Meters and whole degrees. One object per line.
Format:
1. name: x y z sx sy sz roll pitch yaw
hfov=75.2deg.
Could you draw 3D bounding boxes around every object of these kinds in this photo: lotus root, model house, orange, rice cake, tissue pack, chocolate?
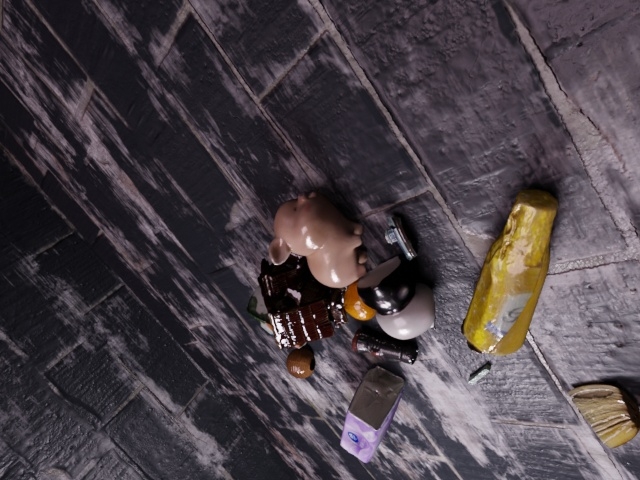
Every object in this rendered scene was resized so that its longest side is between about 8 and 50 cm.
1. lotus root: 0.773 0.457 1.104 0.135 0.096 0.159 -49 48 46
2. model house: -0.077 0.185 1.397 0.298 0.282 0.316 11 125 28
3. orange: 0.133 0.193 1.353 0.135 0.118 0.135 169 90 -82
4. rice cake: 0.513 0.434 1.343 0.022 0.022 0.121 33 140 13
5. tissue pack: 0.202 0.693 1.663 0.160 0.242 0.338 25 137 22
6. model house: -0.129 0.313 1.688 0.272 0.190 0.300 23 152 18
7. chocolate: 0.445 0.086 0.989 0.162 0.162 0.445 19 133 27

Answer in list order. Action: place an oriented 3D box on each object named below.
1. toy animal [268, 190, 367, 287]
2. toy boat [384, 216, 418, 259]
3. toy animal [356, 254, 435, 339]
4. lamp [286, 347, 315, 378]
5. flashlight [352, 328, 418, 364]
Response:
1. toy animal: 0.000 0.000 1.257 0.270 0.237 0.326 -8 120 11
2. toy boat: 0.220 -0.007 1.164 0.066 0.059 0.140 -21 108 29
3. toy animal: 0.232 0.180 1.229 0.187 0.165 0.235 -31 107 28
4. lamp: -0.088 0.549 1.861 0.137 0.136 0.136 23 136 23
5. flashlight: 0.230 0.385 1.488 0.232 0.093 0.092 11 131 32
